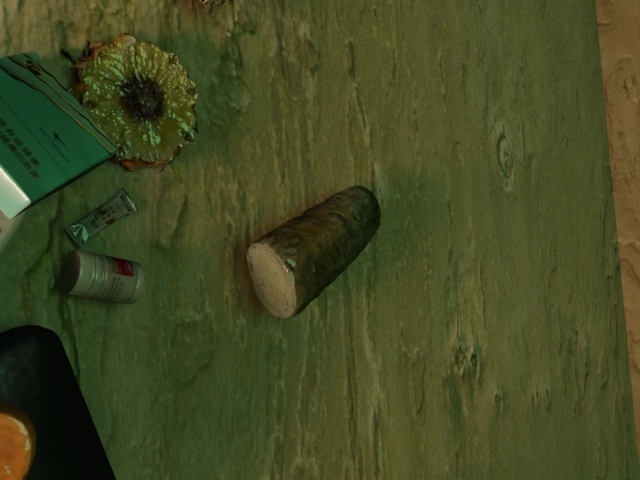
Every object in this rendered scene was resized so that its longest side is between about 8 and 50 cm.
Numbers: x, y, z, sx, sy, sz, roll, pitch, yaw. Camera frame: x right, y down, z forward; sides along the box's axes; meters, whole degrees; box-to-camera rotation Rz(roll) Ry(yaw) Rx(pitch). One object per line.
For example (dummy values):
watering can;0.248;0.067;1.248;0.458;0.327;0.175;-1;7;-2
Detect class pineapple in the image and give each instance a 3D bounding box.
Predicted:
pineapple;-0.259;-0.197;0.979;0.221;0.047;0.221;10;76;-43

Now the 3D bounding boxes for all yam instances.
yam;0.000;0.000;1.153;0.330;0.133;0.133;-40;111;-47

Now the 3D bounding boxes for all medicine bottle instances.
medicine bottle;-0.279;0.048;0.899;0.091;0.058;0.058;16;71;-44

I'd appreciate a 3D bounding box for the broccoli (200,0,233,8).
broccoli;-0.103;-0.490;1.113;0.361;0.221;0.252;7;41;-45

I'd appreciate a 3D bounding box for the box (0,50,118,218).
box;-0.336;-0.128;0.793;0.162;0.041;0.229;51;18;-12

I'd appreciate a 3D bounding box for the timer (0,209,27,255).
timer;-0.447;-0.034;0.718;0.237;0.087;0.262;43;52;-33

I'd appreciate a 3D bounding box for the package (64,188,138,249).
package;-0.290;-0.029;0.935;0.110;0.015;0.037;-44;108;-43

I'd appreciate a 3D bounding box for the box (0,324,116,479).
box;-0.375;0.263;0.748;0.290;0.073;0.289;-26;101;-45

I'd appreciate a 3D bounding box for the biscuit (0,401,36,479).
biscuit;-0.452;0.245;0.597;0.365;0.062;0.385;37;74;-16
